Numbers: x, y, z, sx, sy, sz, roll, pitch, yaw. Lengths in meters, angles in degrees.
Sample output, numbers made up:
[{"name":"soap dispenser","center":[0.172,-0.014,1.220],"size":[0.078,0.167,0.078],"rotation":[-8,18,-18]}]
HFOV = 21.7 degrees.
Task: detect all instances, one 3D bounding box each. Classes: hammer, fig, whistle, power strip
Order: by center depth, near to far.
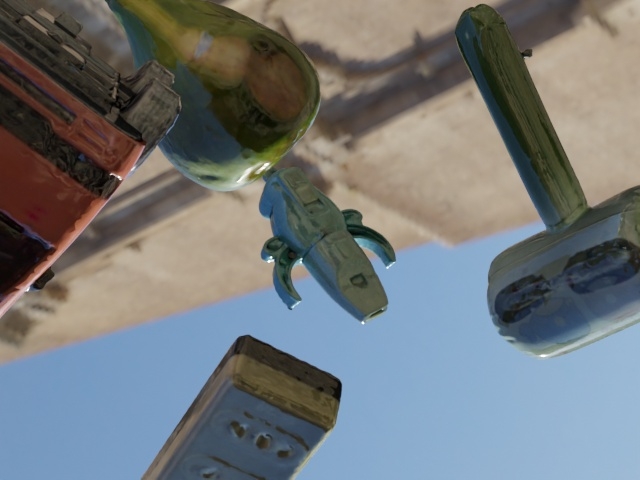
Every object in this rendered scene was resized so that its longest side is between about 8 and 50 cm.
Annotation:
[{"name":"power strip","center":[-0.083,0.198,1.479],"size":[0.105,0.256,0.070],"rotation":[26,-141,-11]},{"name":"hammer","center":[0.210,-0.067,1.565],"size":[0.119,0.206,0.335],"rotation":[-15,-100,-57]},{"name":"fig","center":[-0.138,-0.196,1.885],"size":[0.275,0.206,0.206],"rotation":[41,-149,-8]},{"name":"whistle","center":[0.000,0.000,2.295],"size":[0.186,0.093,0.274],"rotation":[-21,-118,-31]}]

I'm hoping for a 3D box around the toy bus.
[{"name":"toy bus","center":[-0.254,-0.085,1.265],"size":[0.203,0.233,0.427],"rotation":[37,-176,-10]}]
